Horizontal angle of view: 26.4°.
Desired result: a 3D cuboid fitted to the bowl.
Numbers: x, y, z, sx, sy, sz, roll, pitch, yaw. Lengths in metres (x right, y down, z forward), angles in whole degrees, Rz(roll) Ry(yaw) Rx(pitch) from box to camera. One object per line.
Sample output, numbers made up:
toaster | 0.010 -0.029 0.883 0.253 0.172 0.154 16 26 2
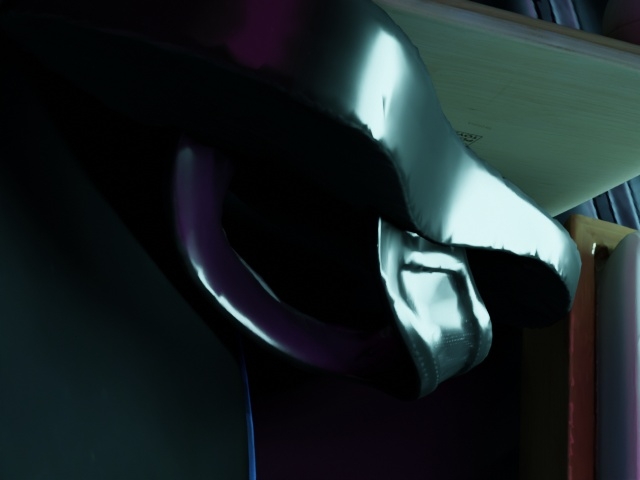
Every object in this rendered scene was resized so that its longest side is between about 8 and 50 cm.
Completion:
bowl | -0.125 0.017 0.499 0.391 0.077 0.391 -16 90 -76

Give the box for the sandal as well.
sandal | -0.003 -0.001 0.586 0.446 0.168 0.107 34 74 -65

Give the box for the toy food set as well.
toy food set | 0.068 -0.093 0.705 0.306 0.220 0.092 10 70 -26

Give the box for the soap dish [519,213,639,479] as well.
soap dish | 0.216 0.152 0.766 0.229 0.118 0.291 14 68 -24
